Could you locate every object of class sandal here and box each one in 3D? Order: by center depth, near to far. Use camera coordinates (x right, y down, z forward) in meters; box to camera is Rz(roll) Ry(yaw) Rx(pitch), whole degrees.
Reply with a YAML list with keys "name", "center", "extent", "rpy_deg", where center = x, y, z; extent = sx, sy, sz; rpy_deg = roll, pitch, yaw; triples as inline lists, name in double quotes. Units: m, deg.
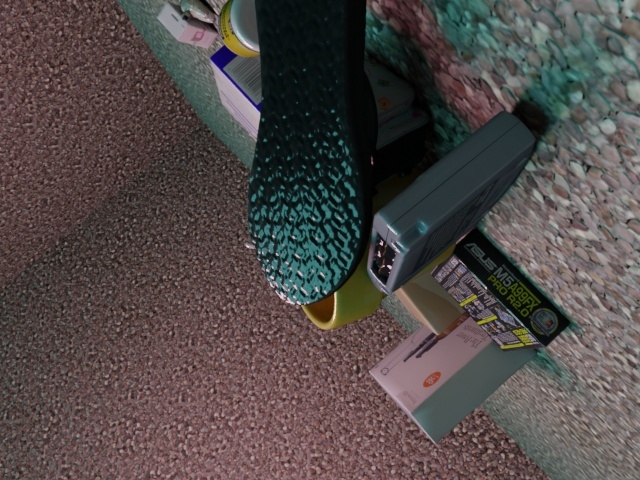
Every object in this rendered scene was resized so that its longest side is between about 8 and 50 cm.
- name: "sandal"
  center: [0.009, -0.136, 0.693]
  extent: [0.167, 0.107, 0.445]
  rpy_deg: [16, 111, 35]

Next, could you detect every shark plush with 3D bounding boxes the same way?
- name: "shark plush"
  center: [-0.302, -0.549, 1.431]
  extent: [0.067, 0.073, 0.161]
  rpy_deg: [16, -170, -34]

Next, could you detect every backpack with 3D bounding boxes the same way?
- name: "backpack"
  center: [0.038, -0.168, 0.841]
  extent: [0.188, 0.166, 0.144]
  rpy_deg: [42, 156, 38]

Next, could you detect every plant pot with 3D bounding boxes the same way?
- name: "plant pot"
  center: [0.076, -0.012, 0.969]
  extent: [0.254, 0.239, 0.254]
  rpy_deg: [163, 90, -70]

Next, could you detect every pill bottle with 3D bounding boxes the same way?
- name: "pill bottle"
  center: [-0.113, -0.359, 0.992]
  extent: [0.103, 0.103, 0.184]
  rpy_deg: [51, 173, -22]

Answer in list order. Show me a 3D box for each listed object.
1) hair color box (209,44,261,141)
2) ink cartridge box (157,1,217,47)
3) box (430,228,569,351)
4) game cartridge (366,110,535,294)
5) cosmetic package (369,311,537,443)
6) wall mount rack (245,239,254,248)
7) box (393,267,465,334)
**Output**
- name: "hair color box"
  center: [-0.149, -0.336, 1.414]
  extent: [0.185, 0.110, 0.339]
  rpy_deg: [47, 173, -1]
- name: "ink cartridge box"
  center: [-0.327, -0.530, 1.477]
  extent: [0.088, 0.052, 0.122]
  rpy_deg: [48, -157, 12]
- name: "box"
  center: [0.310, 0.101, 1.091]
  extent: [0.216, 0.060, 0.270]
  rpy_deg: [47, 174, 12]
- name: "game cartridge"
  center: [0.146, -0.034, 0.712]
  extent: [0.062, 0.198, 0.297]
  rpy_deg: [46, 171, 13]
- name: "cosmetic package"
  center: [0.284, 0.285, 1.388]
  extent: [0.097, 0.284, 0.377]
  rpy_deg: [49, 174, -6]
- name: "wall mount rack"
  center: [0.000, 0.000, 1.395]
  extent: [0.304, 0.130, 0.350]
  rpy_deg: [39, -147, -21]
- name: "box"
  center: [0.188, 0.044, 1.315]
  extent: [0.311, 0.121, 0.148]
  rpy_deg: [50, 175, -18]
